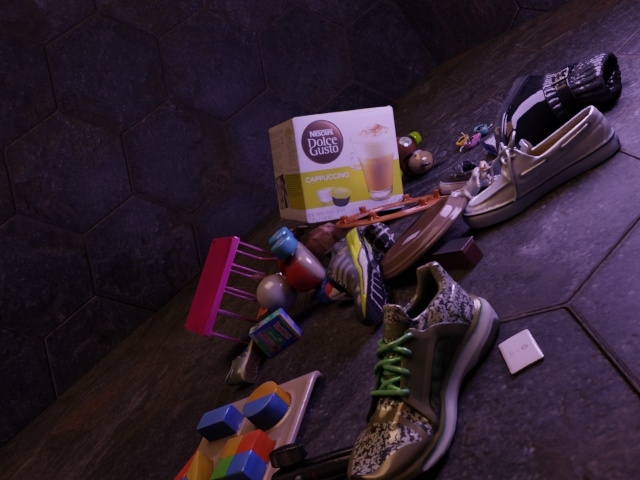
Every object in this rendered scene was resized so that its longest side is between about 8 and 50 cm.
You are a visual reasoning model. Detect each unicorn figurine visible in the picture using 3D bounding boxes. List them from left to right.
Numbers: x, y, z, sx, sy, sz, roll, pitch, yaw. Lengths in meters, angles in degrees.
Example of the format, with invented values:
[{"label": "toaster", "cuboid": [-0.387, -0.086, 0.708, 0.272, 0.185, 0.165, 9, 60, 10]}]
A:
[{"label": "unicorn figurine", "cuboid": [0.383, -0.131, 1.428, 0.162, 0.060, 0.111, -54, 22, 26]}]

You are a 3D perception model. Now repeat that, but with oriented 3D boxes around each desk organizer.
[{"label": "desk organizer", "cuboid": [0.288, 0.033, 1.237, 0.047, 0.050, 0.130, -46, 16, -28]}]

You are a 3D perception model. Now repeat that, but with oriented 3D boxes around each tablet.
[{"label": "tablet", "cuboid": [0.307, 0.170, 0.866, 0.054, 0.006, 0.083, -35, 15, 14]}]

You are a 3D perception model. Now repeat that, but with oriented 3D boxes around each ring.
[{"label": "ring", "cuboid": [0.202, -0.095, 1.612, 0.337, 0.032, 0.336, -15, 6, 2]}]

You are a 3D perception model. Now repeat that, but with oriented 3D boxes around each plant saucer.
[{"label": "plant saucer", "cuboid": [0.243, -0.014, 1.374, 0.278, 0.041, 0.278, -46, 2, 2]}]

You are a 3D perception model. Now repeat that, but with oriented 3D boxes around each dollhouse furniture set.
[{"label": "dollhouse furniture set", "cuboid": [-0.122, 0.143, 1.884, 0.161, 0.101, 0.182, -18, 5, -23]}]

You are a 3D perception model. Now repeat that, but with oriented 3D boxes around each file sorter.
[{"label": "file sorter", "cuboid": [-0.255, 0.157, 1.693, 0.202, 0.182, 0.290, -6, 66, 62]}]

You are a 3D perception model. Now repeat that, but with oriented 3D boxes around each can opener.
[{"label": "can opener", "cuboid": [-0.006, 0.370, 0.920, 0.186, 0.073, 0.059, -20, 14, 28]}]

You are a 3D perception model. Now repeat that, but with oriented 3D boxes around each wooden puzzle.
[{"label": "wooden puzzle", "cuboid": [-0.177, 0.413, 1.151, 0.322, 0.080, 0.348, -29, 17, 32]}]

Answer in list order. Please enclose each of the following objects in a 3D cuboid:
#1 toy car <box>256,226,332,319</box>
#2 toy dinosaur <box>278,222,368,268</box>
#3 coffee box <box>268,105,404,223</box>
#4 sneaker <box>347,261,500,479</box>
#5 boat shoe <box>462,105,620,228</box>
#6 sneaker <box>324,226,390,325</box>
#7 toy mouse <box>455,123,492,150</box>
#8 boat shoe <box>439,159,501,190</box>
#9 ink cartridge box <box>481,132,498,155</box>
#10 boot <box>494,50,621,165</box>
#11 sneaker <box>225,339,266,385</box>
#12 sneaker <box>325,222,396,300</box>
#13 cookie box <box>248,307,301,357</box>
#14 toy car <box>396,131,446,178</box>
[{"label": "toy car", "cuboid": [-0.105, 0.125, 1.593, 0.238, 0.219, 0.210, -44, 14, 1]}, {"label": "toy dinosaur", "cuboid": [0.000, 0.000, 1.733, 0.296, 0.200, 0.127, -30, 17, 29]}, {"label": "coffee box", "cuboid": [0.043, -0.253, 1.902, 0.338, 0.334, 0.338, -10, 8, -16]}, {"label": "sneaker", "cuboid": [0.129, 0.190, 0.882, 0.158, 0.182, 0.410, -22, 22, 47]}, {"label": "boat shoe", "cuboid": [0.454, -0.175, 1.250, 0.367, 0.156, 0.136, -32, 16, 23]}, {"label": "sneaker", "cuboid": [0.081, 0.097, 1.336, 0.121, 0.111, 0.300, -32, 32, 17]}, {"label": "toy mouse", "cuboid": [0.514, -0.342, 1.863, 0.143, 0.031, 0.161, -26, 20, 42]}, {"label": "boat shoe", "cuboid": [0.399, -0.180, 1.513, 0.080, 0.076, 0.228, -15, 8, -21]}, {"label": "ink cartridge box", "cuboid": [0.578, -0.326, 1.631, 0.207, 0.046, 0.097, -37, 16, 6]}, {"label": "boot", "cuboid": [0.606, -0.337, 1.439, 0.260, 0.131, 0.348, -2, 52, 43]}, {"label": "sneaker", "cuboid": [-0.201, 0.318, 1.521, 0.086, 0.064, 0.192, -26, 22, 26]}, {"label": "sneaker", "cuboid": [0.101, 0.056, 1.526, 0.279, 0.107, 0.118, -47, 10, -33]}, {"label": "cookie box", "cuboid": [-0.121, 0.246, 1.498, 0.107, 0.092, 0.040, -36, 17, 10]}, {"label": "toy car", "cuboid": [0.337, -0.289, 1.949, 0.155, 0.148, 0.188, -33, 23, -22]}]
